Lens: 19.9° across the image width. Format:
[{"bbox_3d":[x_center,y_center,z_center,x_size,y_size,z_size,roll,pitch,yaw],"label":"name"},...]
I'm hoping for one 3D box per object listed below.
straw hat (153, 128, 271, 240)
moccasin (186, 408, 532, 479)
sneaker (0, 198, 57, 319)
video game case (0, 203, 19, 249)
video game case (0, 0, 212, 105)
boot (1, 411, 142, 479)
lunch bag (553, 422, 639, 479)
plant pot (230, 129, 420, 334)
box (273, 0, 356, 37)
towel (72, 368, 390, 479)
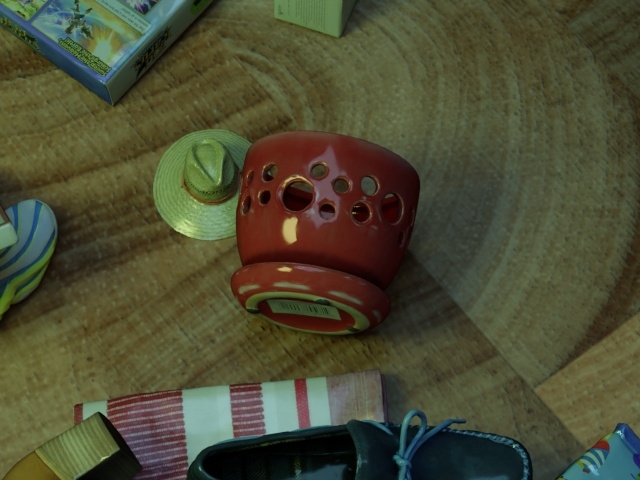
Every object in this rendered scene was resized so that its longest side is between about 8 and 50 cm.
[{"bbox_3d":[-0.123,-0.077,2.027,0.144,0.061,0.144,0,61,0],"label":"straw hat"},{"bbox_3d":[0.040,0.241,1.779,0.342,0.117,0.137,-8,61,-2],"label":"moccasin"},{"bbox_3d":[-0.367,0.033,1.935,0.091,0.126,0.240,29,67,15],"label":"sneaker"},{"bbox_3d":[-0.434,-0.007,1.912,0.204,0.025,0.285,-23,22,-11],"label":"video game case"},{"bbox_3d":[-0.267,-0.324,2.154,0.269,0.061,0.244,36,72,18],"label":"video game case"},{"bbox_3d":[-0.245,0.318,1.756,0.220,0.109,0.283,-38,54,-1],"label":"boot"},{"bbox_3d":[0.300,0.365,1.764,0.221,0.138,0.293,-40,80,-19],"label":"lunch bag"},{"bbox_3d":[0.000,0.000,1.918,0.191,0.191,0.174,8,72,5],"label":"plant pot"},{"bbox_3d":[0.001,-0.312,2.127,0.087,0.102,0.101,19,63,9],"label":"box"},{"bbox_3d":[-0.085,0.253,1.864,0.329,0.037,0.237,-6,61,-2],"label":"towel"}]
